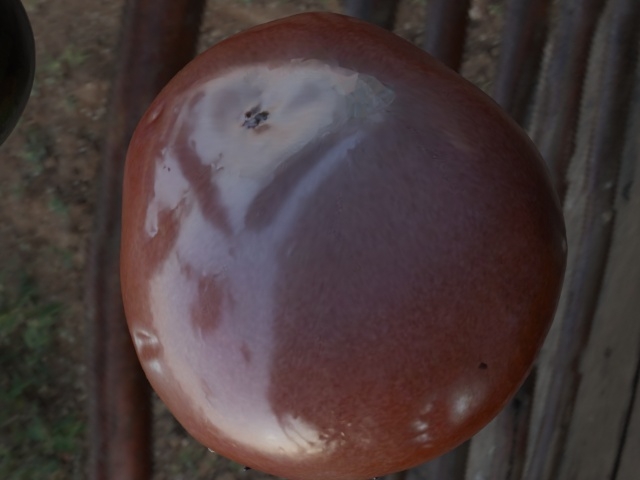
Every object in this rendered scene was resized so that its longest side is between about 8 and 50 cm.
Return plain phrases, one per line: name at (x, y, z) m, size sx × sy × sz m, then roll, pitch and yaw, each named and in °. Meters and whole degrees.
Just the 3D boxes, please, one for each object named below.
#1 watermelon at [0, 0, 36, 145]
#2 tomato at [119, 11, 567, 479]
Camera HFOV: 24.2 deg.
watermelon at (-0.352, -0.155, 1.292) m, size 0.212 × 0.212 × 0.212 m, roll 8°, pitch 109°, yaw 24°
tomato at (0.000, 0.000, 1.088) m, size 0.341 × 0.341 × 0.272 m, roll 18°, pitch 155°, yaw 21°
